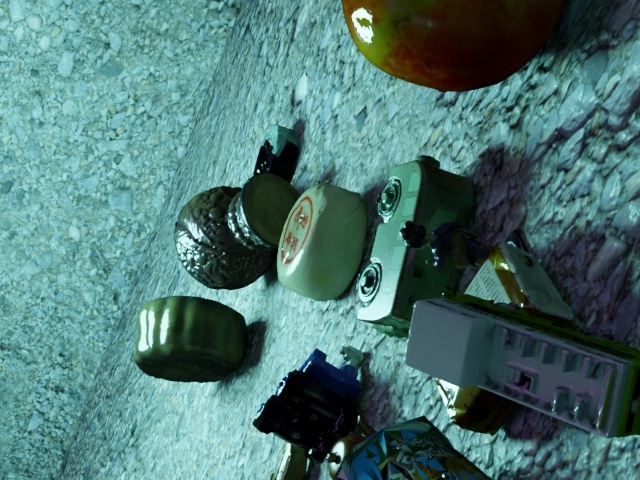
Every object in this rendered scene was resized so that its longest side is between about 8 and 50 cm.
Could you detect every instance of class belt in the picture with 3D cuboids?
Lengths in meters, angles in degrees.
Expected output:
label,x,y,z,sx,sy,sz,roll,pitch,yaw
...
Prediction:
label,x,y,z,sx,sy,sz,roll,pitch,yaw
belt,-0.121,-0.217,2.556,0.151,0.078,0.198,-30,44,61

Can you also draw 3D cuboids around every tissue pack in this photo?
label,x,y,z,sx,sy,sz,roll,pitch,yaw
tissue pack,0.250,0.138,1.369,0.226,0.092,0.183,-60,25,24

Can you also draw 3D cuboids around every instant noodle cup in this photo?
label,x,y,z,sx,sy,sz,roll,pitch,yaw
instant noodle cup,0.148,0.378,1.273,0.178,0.240,0.240,16,88,61

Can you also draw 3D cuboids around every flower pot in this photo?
label,x,y,z,sx,sy,sz,roll,pitch,yaw
flower pot,-0.185,-0.030,2.347,0.267,0.266,0.267,-26,48,46

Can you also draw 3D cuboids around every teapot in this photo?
label,x,y,z,sx,sy,sz,roll,pitch,yaw
teapot,0.058,0.381,1.610,0.116,0.116,0.173,26,98,68

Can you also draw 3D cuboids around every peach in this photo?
label,x,y,z,sx,sy,sz,roll,pitch,yaw
peach,0.216,-0.417,1.553,0.388,0.388,0.388,-49,31,44

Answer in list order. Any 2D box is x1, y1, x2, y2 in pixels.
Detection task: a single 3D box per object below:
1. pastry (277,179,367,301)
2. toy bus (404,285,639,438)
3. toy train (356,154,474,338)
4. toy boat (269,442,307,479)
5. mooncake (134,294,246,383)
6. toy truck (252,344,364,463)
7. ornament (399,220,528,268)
label,x,y,z,sx,sy,sz,roll,pitch,yaw
pastry,-0.001,0.002,2.030,0.265,0.133,0.265,-162,90,-72
toy bus,0.254,0.146,1.168,0.301,0.139,0.113,17,102,44
toy train,0.164,0.007,1.633,0.159,0.129,0.326,-5,69,63
toy boat,-0.075,0.500,1.890,0.088,0.068,0.226,167,119,-71
mooncake,-0.328,0.255,2.406,0.290,0.290,0.161,-37,44,55
toy truck,-0.013,0.298,1.823,0.213,0.161,0.177,-54,8,39
ornament,0.204,0.017,1.443,0.088,0.203,0.081,-107,33,-53
